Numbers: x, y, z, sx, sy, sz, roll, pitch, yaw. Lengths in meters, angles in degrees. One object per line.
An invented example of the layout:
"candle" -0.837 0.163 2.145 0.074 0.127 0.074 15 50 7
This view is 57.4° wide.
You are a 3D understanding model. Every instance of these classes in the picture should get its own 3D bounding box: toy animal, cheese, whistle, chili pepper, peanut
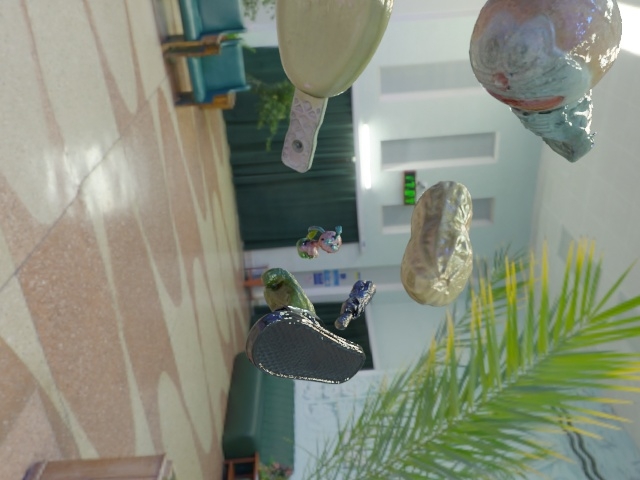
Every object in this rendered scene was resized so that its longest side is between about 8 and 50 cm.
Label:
"toy animal" 0.000 0.000 1.833 0.208 0.100 0.103 -15 -87 61
"cheese" -0.004 -0.141 0.487 0.037 0.097 0.192 -42 155 -49
"whistle" 0.302 -0.211 0.788 0.347 0.189 0.189 54 25 -49
"chili pepper" -0.041 0.131 0.931 0.072 0.073 0.204 -56 -139 26
"peanut" 0.210 -0.005 1.012 0.123 0.124 0.256 86 19 -55

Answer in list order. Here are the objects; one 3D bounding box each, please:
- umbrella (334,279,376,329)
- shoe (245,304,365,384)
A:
"umbrella" 0.082 0.166 1.506 0.248 0.071 0.070 -38 128 -58
"shoe" -0.018 0.094 0.543 0.159 0.062 0.053 31 13 -45
